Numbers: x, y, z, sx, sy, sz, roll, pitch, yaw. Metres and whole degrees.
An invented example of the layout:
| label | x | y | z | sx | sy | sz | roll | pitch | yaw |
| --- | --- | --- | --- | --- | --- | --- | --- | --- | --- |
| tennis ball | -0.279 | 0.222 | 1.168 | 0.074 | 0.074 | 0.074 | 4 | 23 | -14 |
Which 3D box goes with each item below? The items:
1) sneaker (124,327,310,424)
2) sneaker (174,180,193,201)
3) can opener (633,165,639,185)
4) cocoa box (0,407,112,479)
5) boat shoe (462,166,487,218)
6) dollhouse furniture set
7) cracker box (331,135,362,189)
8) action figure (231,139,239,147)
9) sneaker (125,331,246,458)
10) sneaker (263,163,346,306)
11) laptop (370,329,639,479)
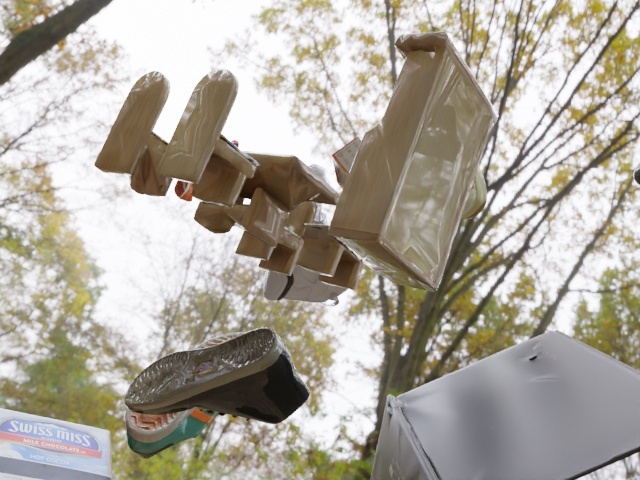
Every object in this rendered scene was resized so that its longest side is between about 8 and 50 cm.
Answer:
| label | x | y | z | sx | sy | sz | roll | pitch | yaw |
| --- | --- | --- | --- | --- | --- | --- | --- | --- | --- |
| sneaker | -0.130 | 0.197 | 0.823 | 0.222 | 0.083 | 0.118 | -18 | -56 | 15 |
| sneaker | -0.364 | -0.195 | 1.883 | 0.064 | 0.175 | 0.067 | 23 | -6 | 29 |
| can opener | 0.554 | -0.150 | 0.901 | 0.093 | 0.074 | 0.280 | 19 | -39 | -22 |
| cocoa box | -0.580 | 0.464 | 1.172 | 0.347 | 0.228 | 0.231 | 23 | -71 | -28 |
| boat shoe | 0.276 | -0.182 | 1.388 | 0.089 | 0.285 | 0.104 | 15 | -39 | -35 |
| dollhouse furniture set | -0.008 | -0.111 | 0.875 | 0.394 | 0.256 | 0.362 | 10 | -17 | 39 |
| cracker box | 0.118 | -0.069 | 1.244 | 0.232 | 0.067 | 0.156 | 53 | -5 | 14 |
| action figure | -0.159 | -0.141 | 1.083 | 0.030 | 0.115 | 0.038 | 19 | -55 | 6 |
| sneaker | -0.221 | 0.276 | 1.181 | 0.108 | 0.302 | 0.121 | 41 | -42 | 23 |
| sneaker | 0.000 | 0.000 | 1.610 | 0.210 | 0.137 | 0.366 | 15 | -70 | -12 |
| laptop | 0.212 | 0.324 | 0.809 | 0.236 | 0.408 | 0.382 | 11 | 4 | -4 |
